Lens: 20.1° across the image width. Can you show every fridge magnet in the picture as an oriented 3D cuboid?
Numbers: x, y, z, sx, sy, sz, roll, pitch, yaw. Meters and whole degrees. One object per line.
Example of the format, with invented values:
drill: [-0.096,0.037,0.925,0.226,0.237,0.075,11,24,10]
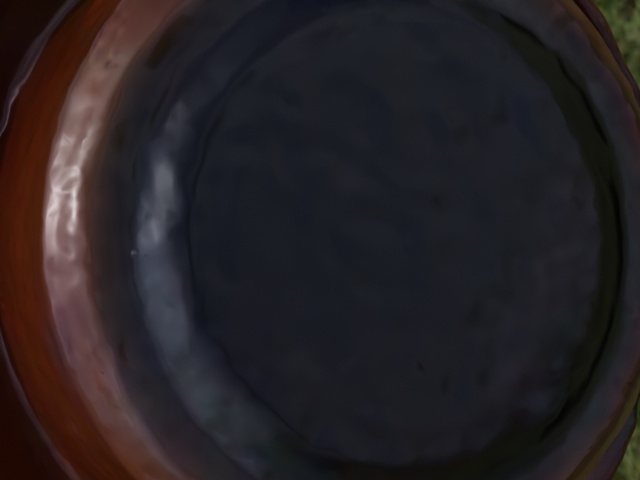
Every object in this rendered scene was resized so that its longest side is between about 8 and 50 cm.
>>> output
fridge magnet: [0.000,0.000,0.757,0.363,0.363,0.155,-47,17,-20]
